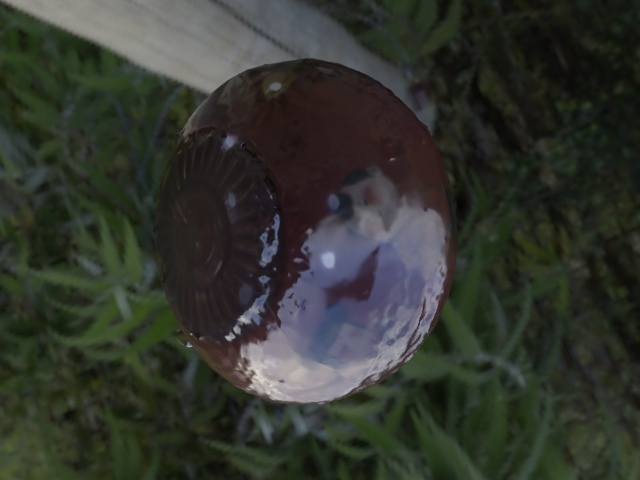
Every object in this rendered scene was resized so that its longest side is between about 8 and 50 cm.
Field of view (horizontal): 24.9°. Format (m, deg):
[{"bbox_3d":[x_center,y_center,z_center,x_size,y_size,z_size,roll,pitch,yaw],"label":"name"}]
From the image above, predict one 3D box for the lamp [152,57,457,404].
[{"bbox_3d":[0.000,-0.005,0.667,0.134,0.156,0.157,-4,-163,-37],"label":"lamp"}]
